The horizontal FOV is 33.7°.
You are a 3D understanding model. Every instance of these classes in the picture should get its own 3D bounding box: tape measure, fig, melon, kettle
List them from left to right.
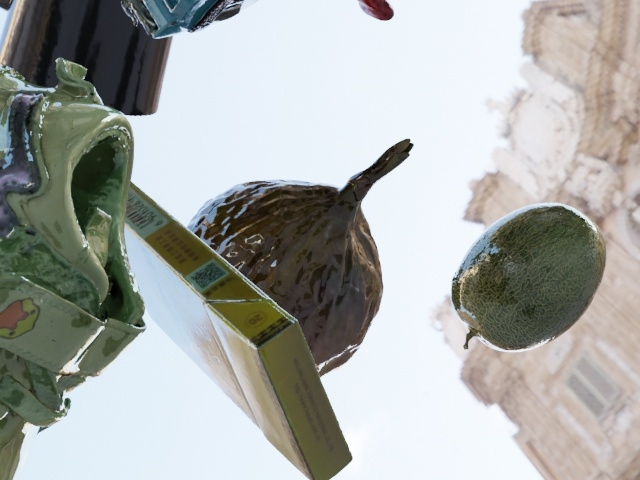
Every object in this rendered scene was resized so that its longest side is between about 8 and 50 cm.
[{"bbox_3d":[-0.274,-0.336,1.278,0.203,0.262,0.308,2,-68,-44],"label":"kettle"},{"bbox_3d":[-0.089,-0.237,0.915,0.125,0.146,0.081,-28,-92,-41],"label":"tape measure"},{"bbox_3d":[0.000,0.000,1.352,0.286,0.286,0.369,29,-63,-36],"label":"fig"},{"bbox_3d":[0.215,0.043,1.111,0.192,0.139,0.139,-44,-52,-3],"label":"melon"}]

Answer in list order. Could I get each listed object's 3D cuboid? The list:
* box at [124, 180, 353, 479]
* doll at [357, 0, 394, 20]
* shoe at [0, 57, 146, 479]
[{"bbox_3d":[-0.085,0.060,0.824,0.041,0.279,0.153,-33,-50,-18],"label":"box"},{"bbox_3d":[0.036,-0.375,0.984,0.188,0.099,0.384,-46,-37,-1],"label":"doll"},{"bbox_3d":[-0.164,0.029,0.532,0.128,0.262,0.140,-4,-16,22],"label":"shoe"}]
